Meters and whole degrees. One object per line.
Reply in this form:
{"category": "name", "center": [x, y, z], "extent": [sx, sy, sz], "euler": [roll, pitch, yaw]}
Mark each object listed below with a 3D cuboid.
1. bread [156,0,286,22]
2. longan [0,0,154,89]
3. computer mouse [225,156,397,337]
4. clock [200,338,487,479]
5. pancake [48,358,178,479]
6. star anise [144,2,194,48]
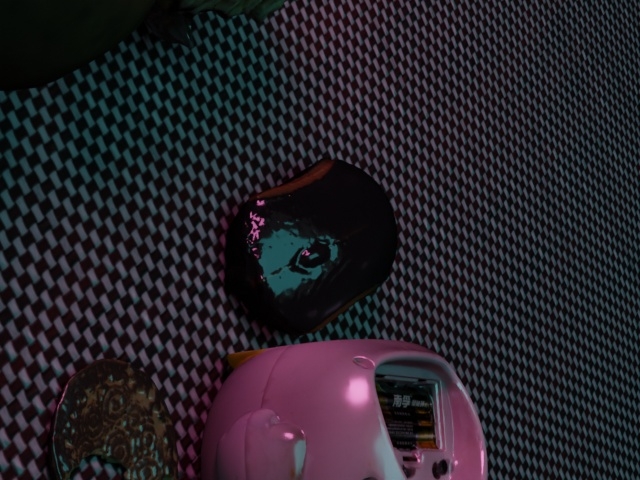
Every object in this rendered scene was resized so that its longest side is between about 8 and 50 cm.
{"category": "bread", "center": [-0.112, -0.401, 1.771], "extent": [0.264, 0.239, 0.395], "euler": [52, 19, 6]}
{"category": "longan", "center": [-0.304, -0.325, 1.493], "extent": [0.405, 0.336, 0.404], "euler": [0, 91, -46]}
{"category": "computer mouse", "center": [0.004, -0.002, 2.063], "extent": [0.323, 0.116, 0.183], "euler": [-34, 103, -55]}
{"category": "clock", "center": [0.044, 0.299, 1.884], "extent": [0.368, 0.251, 0.376], "euler": [12, 68, -55]}
{"category": "pancake", "center": [-0.211, 0.212, 1.741], "extent": [0.190, 0.020, 0.184], "euler": [53, 39, -30]}
{"category": "star anise", "center": [-0.200, -0.322, 1.892], "extent": [0.262, 0.081, 0.230], "euler": [-30, 104, -67]}
